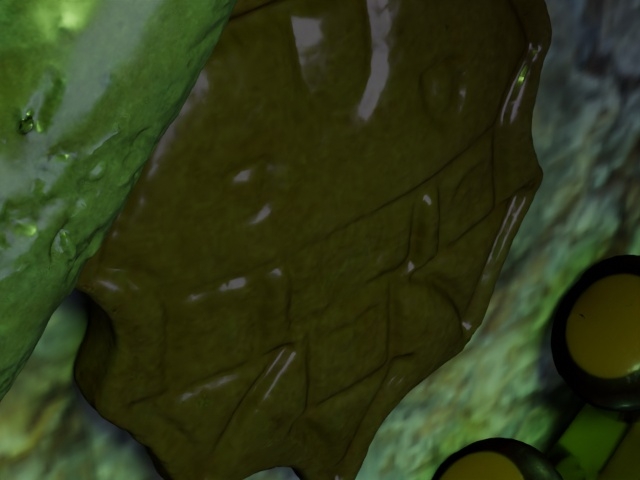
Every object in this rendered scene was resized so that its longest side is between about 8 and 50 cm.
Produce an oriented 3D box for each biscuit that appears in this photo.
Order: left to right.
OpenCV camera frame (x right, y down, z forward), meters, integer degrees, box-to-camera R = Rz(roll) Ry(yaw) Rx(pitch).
[{"bbox_3d":[0.002,0.001,0.590,0.182,0.034,0.215,-28,134,-27],"label":"biscuit"}]

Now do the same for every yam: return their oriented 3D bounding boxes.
[{"bbox_3d":[-0.082,-0.025,0.460,0.078,0.078,0.179,24,99,-50],"label":"yam"}]

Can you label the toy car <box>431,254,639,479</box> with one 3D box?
[{"bbox_3d":[0.157,0.118,0.739,0.248,0.142,0.200,-55,141,5],"label":"toy car"}]
